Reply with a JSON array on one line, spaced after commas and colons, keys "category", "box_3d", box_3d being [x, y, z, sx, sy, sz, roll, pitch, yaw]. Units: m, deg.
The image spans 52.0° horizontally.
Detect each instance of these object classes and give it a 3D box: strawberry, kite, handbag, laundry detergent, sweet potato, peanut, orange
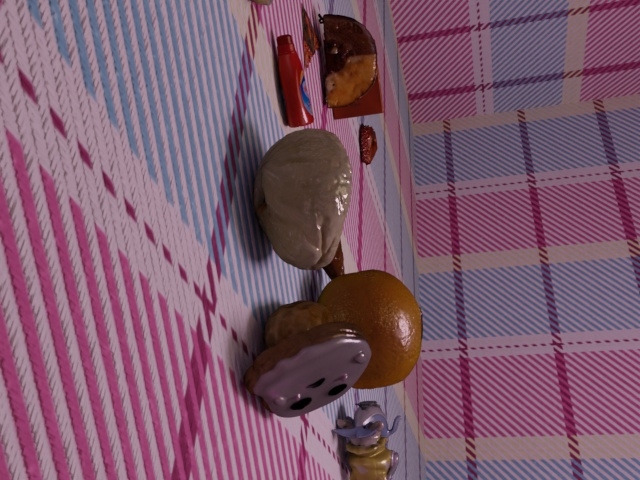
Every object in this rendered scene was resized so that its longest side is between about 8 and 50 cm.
[{"category": "strawberry", "box_3d": [0.152, -0.303, 2.064, 0.104, 0.048, 0.152, 56, 28, -57]}, {"category": "kite", "box_3d": [-0.028, -0.470, 1.469, 0.222, 0.008, 0.125, -75, 153, -57]}, {"category": "handbag", "box_3d": [0.086, -0.408, 1.657, 0.063, 0.127, 0.190, -49, 133, -74]}, {"category": "laundry detergent", "box_3d": [-0.049, -0.296, 1.214, 0.097, 0.049, 0.165, -78, 158, -71]}, {"category": "sweet potato", "box_3d": [0.004, -0.010, 1.310, 0.078, 0.058, 0.255, -61, 145, -32]}, {"category": "peanut", "box_3d": [-0.030, 0.147, 1.030, 0.226, 0.095, 0.108, 1, 100, -80]}, {"category": "orange", "box_3d": [0.091, 0.169, 1.267, 0.236, 0.236, 0.236, -5, 90, -77]}]

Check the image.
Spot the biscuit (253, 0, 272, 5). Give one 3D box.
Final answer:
[{"category": "biscuit", "box_3d": [-0.119, -0.492, 1.022, 0.265, 0.040, 0.188, 73, 18, -44]}]

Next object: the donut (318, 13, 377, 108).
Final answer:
[{"category": "donut", "box_3d": [0.065, -0.425, 1.575, 0.085, 0.141, 0.217, -69, 159, -81]}]

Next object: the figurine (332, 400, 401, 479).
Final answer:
[{"category": "figurine", "box_3d": [0.102, 0.435, 1.410, 0.208, 0.128, 0.184, 46, 43, -57]}]

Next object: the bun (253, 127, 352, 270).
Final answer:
[{"category": "bun", "box_3d": [-0.034, -0.058, 0.997, 0.220, 0.134, 0.220, -176, -90, -77]}]

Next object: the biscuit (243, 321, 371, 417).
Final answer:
[{"category": "biscuit", "box_3d": [-0.008, 0.192, 0.932, 0.049, 0.181, 0.208, 60, -7, 36]}]
